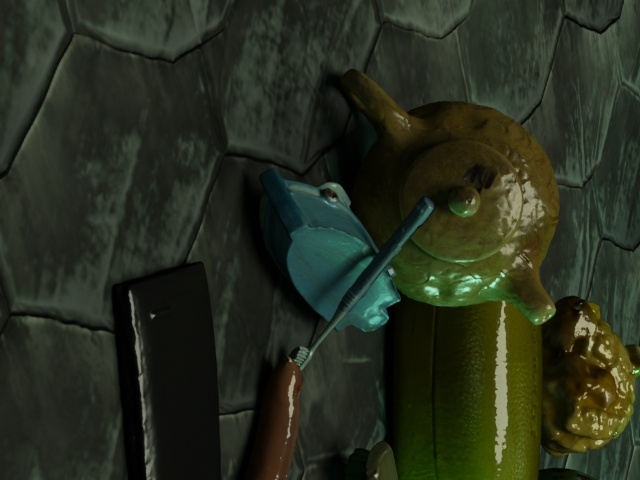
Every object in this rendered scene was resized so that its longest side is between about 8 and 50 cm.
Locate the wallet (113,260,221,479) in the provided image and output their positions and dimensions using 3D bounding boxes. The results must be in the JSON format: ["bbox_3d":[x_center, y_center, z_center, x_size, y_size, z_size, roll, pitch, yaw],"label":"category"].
[{"bbox_3d":[-0.119,0.146,1.417,0.124,0.025,0.244,-17,104,-60],"label":"wallet"}]

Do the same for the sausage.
[{"bbox_3d":[-0.047,0.192,1.532,0.047,0.040,0.176,43,53,-45],"label":"sausage"}]

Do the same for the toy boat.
[{"bbox_3d":[0.000,0.000,1.594,0.215,0.088,0.102,50,13,-48],"label":"toy boat"}]

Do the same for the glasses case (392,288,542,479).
[{"bbox_3d":[0.165,0.149,1.811,0.173,0.141,0.371,3,88,-60],"label":"glasses case"}]

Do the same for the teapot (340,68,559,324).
[{"bbox_3d":[0.125,-0.046,1.655,0.311,0.203,0.167,52,-2,0],"label":"teapot"}]

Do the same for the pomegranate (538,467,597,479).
[{"bbox_3d":[0.304,0.355,1.979,0.181,0.224,0.181,3,86,-52],"label":"pomegranate"}]

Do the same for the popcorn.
[{"bbox_3d":[0.314,0.170,2.093,0.163,0.140,0.194,20,62,-51],"label":"popcorn"}]

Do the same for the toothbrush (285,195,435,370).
[{"bbox_3d":[0.032,0.045,1.558,0.019,0.016,0.219,23,115,-43],"label":"toothbrush"}]

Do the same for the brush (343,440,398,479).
[{"bbox_3d":[0.063,0.323,1.730,0.054,0.048,0.282,-52,141,-45],"label":"brush"}]
